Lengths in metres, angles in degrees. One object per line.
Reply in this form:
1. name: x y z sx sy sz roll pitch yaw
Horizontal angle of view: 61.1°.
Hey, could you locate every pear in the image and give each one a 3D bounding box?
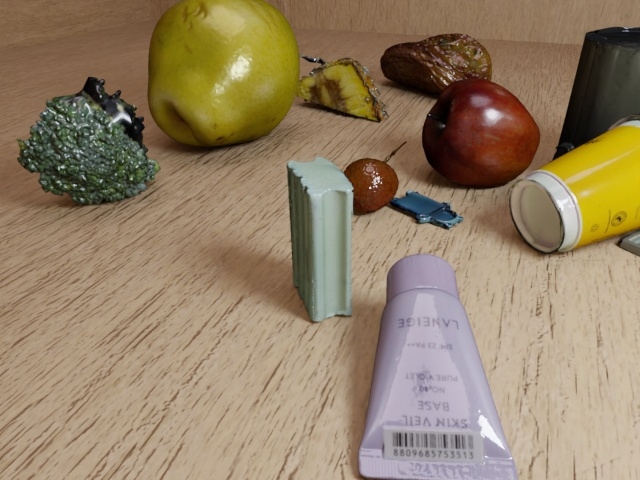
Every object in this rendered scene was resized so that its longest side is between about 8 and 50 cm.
1. pear: -0.234 -0.408 1.307 0.362 0.362 0.419 13 59 22

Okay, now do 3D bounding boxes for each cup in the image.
1. cup: 0.468 -0.087 0.900 0.279 0.197 0.196 -21 34 -12

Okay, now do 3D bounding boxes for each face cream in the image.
1. face cream: 0.120 0.139 0.616 0.153 0.096 0.274 4 43 1

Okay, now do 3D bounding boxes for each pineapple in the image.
1. pineapple: 0.072 -0.467 1.592 0.334 0.159 0.161 19 35 31

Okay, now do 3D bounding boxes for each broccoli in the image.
1. broccoli: -0.437 -0.202 1.048 0.262 0.247 0.243 2 31 -37

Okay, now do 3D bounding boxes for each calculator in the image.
1. calculator: 0.199 -0.058 1.016 0.094 0.019 0.141 -24 39 -35

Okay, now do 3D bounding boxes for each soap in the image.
1. soap: 0.000 0.000 0.733 0.063 0.199 0.115 -10 33 -15

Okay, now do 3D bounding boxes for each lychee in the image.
1. lychee: 0.100 -0.110 1.021 0.114 0.101 0.140 -5 23 29

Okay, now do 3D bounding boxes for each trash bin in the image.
1. trash bin: 0.583 -0.246 1.058 0.251 0.302 0.203 -5 30 -10

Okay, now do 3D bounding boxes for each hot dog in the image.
1. hot dog: 0.370 -0.575 1.766 0.266 0.175 0.387 -22 37 -30

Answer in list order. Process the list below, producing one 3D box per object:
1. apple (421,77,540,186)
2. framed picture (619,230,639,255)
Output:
1. apple: 0.319 -0.217 1.105 0.233 0.234 0.234 0 30 0
2. framed picture: 0.658 0.008 0.900 0.265 0.018 0.192 -18 33 -28
